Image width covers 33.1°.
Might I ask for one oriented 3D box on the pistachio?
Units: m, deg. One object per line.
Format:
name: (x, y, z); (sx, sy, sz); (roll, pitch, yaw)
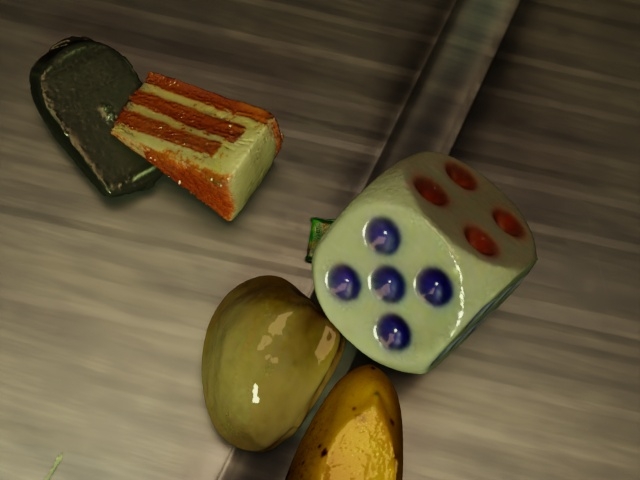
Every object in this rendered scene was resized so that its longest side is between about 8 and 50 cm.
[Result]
pistachio: (-0.090, 0.188, 1.661); (0.213, 0.163, 0.260); (25, 80, 26)

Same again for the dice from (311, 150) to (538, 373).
dice: (0.160, 0.032, 1.653); (0.251, 0.243, 0.259); (46, 30, 12)

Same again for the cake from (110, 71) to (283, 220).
cake: (-0.197, -0.172, 1.748); (0.262, 0.159, 0.158); (34, 68, -9)

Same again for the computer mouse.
computer mouse: (-0.371, -0.205, 1.819); (0.168, 0.087, 0.295); (-32, 89, -27)

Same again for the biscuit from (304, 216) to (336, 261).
biscuit: (0.000, 0.000, 1.812); (0.046, 0.016, 0.089); (11, 68, -2)

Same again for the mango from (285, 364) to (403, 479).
mango: (0.039, 0.326, 1.595); (0.160, 0.191, 0.290); (19, 72, -6)

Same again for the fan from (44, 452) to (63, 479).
fan: (-0.452, 0.439, 1.562); (0.182, 0.010, 0.310); (40, 55, -21)
